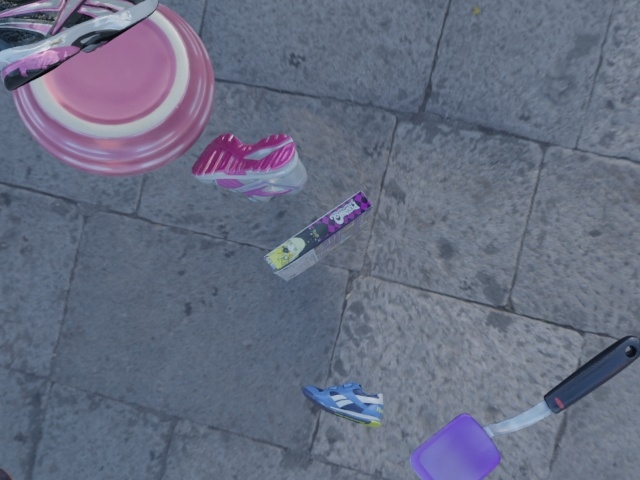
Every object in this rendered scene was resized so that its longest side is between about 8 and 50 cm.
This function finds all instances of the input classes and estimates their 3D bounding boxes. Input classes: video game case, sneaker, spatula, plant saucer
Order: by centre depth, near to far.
[{"bbox_3d":[-0.213,-0.202,0.477,0.072,0.178,0.077,-12,119,33],"label":"sneaker"},{"bbox_3d":[0.243,0.201,0.644,0.296,0.030,0.084,-37,95,11],"label":"spatula"},{"bbox_3d":[-0.345,-0.276,0.932,0.332,0.084,0.332,2,80,-10],"label":"plant saucer"},{"bbox_3d":[0.040,0.268,0.946,0.144,0.053,0.059,15,67,14],"label":"sneaker"},{"bbox_3d":[-0.129,-0.119,0.998,0.252,0.111,0.103,10,61,38],"label":"sneaker"},{"bbox_3d":[0.000,0.000,1.072,0.210,0.232,0.042,-34,83,-2],"label":"video game case"}]

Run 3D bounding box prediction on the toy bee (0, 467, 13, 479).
[{"bbox_3d":[-0.380,0.324,0.629,0.298,0.195,0.162,-1,90,4],"label":"toy bee"}]
